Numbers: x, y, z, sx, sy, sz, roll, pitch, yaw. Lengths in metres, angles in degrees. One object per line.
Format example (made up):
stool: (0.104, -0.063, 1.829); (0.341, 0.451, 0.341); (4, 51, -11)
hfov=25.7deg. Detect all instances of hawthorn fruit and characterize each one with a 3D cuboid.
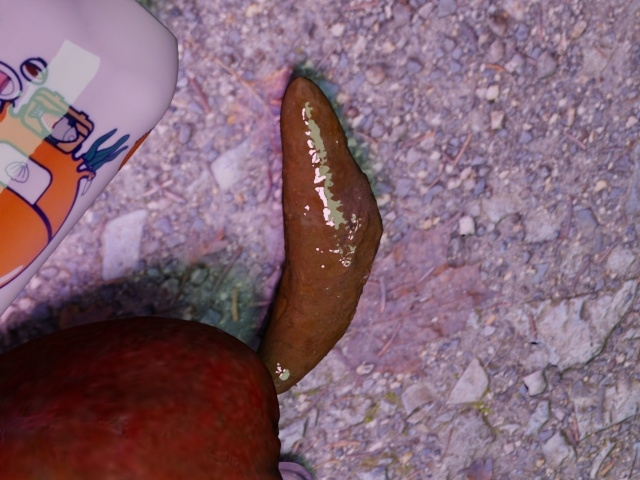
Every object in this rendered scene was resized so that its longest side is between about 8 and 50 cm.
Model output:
hawthorn fruit: (-0.181, 0.217, 1.231); (0.324, 0.308, 0.308); (-19, 127, -34)

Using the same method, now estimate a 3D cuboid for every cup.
cup: (-0.264, -0.078, 1.044); (0.317, 0.212, 0.212); (-50, 133, 1)

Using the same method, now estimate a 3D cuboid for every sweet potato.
sweet potato: (0.003, 0.002, 1.351); (0.114, 0.092, 0.341); (0, 119, -15)

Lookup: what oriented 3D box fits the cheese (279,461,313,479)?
cheese: (-0.043, 0.305, 1.545); (0.105, 0.042, 0.191); (-36, 134, -8)
